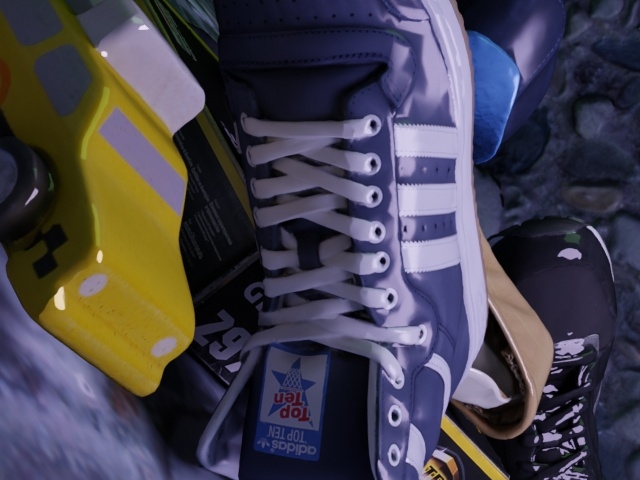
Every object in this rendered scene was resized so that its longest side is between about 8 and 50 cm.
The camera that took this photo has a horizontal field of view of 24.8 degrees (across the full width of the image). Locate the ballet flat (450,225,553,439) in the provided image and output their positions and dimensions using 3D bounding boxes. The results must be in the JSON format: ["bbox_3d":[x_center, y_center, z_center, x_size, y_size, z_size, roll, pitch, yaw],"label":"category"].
[{"bbox_3d":[0.054,0.020,0.754,0.232,0.080,0.073,46,39,-31],"label":"ballet flat"}]

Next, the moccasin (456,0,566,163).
[{"bbox_3d":[0.050,-0.104,0.815,0.138,0.117,0.342,37,-9,-22],"label":"moccasin"}]

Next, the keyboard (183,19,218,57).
[{"bbox_3d":[-0.105,-0.171,1.509,0.100,0.038,0.192,29,-5,31],"label":"keyboard"}]

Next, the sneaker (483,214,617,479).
[{"bbox_3d":[0.144,0.119,0.900,0.124,0.107,0.283,-110,-164,-49],"label":"sneaker"}]

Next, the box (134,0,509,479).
[{"bbox_3d":[-0.033,0.000,0.884,0.257,0.079,0.322,49,8,-40],"label":"box"}]

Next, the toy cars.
[{"bbox_3d":[-0.104,-0.070,0.625,0.176,0.087,0.393,55,1,-17],"label":"toy cars"}]

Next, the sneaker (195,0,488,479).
[{"bbox_3d":[0.000,0.000,0.590,0.153,0.099,0.282,-60,145,-42],"label":"sneaker"}]
